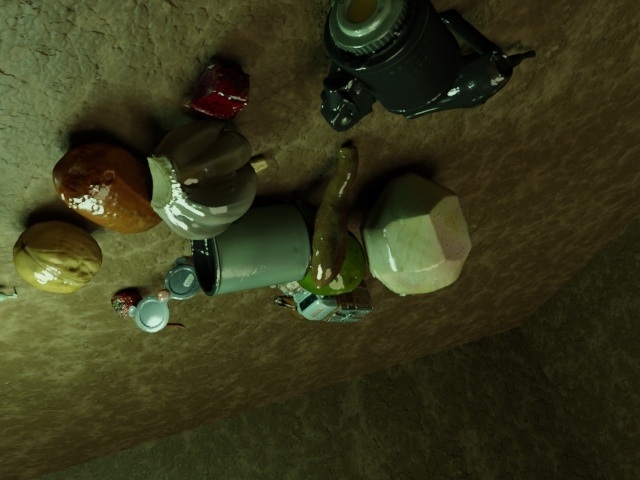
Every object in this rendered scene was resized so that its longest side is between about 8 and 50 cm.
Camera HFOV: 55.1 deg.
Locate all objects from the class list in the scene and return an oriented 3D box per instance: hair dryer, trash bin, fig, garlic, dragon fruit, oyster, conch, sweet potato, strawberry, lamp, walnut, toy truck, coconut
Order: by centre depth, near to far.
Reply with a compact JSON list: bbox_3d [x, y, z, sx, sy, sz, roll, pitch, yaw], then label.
[{"bbox_3d":[0.147,-0.386,1.177,0.374,0.205,0.272,-33,150,-2],"label":"lamp"},{"bbox_3d":[-0.192,-0.303,1.200,0.102,0.096,0.147,9,170,-31],"label":"dragon fruit"},{"bbox_3d":[-0.246,-0.130,1.311,0.210,0.237,0.292,-22,178,41],"label":"garlic"},{"bbox_3d":[-0.601,0.037,1.400,0.165,0.165,0.197,-33,151,17],"label":"walnut"},{"bbox_3d":[0.389,-0.389,1.465,0.360,0.120,0.304,-28,-176,-32],"label":"hair dryer"},{"bbox_3d":[0.035,-0.060,1.619,0.109,0.109,0.385,5,99,-43],"label":"sweet potato"},{"bbox_3d":[-0.187,0.022,1.627,0.263,0.217,0.277,-9,134,-27],"label":"trash bin"},{"bbox_3d":[0.011,0.003,1.786,0.233,0.233,0.313,-13,108,-20],"label":"fig"},{"bbox_3d":[-0.557,0.186,1.788,0.083,0.083,0.096,-37,159,24],"label":"strawberry"},{"bbox_3d":[0.271,-0.029,1.808,0.353,0.352,0.352,-18,152,-10],"label":"coconut"},{"bbox_3d":[-0.086,0.107,1.977,0.275,0.100,0.271,-9,146,-3],"label":"oyster"},{"bbox_3d":[0.047,0.213,2.212,0.305,0.162,0.136,8,139,-46],"label":"toy truck"},{"bbox_3d":[-0.074,0.253,2.282,0.086,0.080,0.233,-39,149,11],"label":"conch"}]

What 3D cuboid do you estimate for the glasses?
[{"bbox_3d":[-0.426,0.173,1.840,0.234,0.118,0.268,-48,172,-3],"label":"glasses"}]

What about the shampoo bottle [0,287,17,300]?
[{"bbox_3d":[-0.843,0.137,1.497,0.195,0.056,0.056,5,142,-42],"label":"shampoo bottle"}]

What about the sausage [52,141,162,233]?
[{"bbox_3d":[-0.429,-0.103,1.284,0.141,0.153,0.268,-20,154,16],"label":"sausage"}]

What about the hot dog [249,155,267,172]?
[{"bbox_3d":[-0.195,-0.167,1.490,0.137,0.028,0.044,-24,127,-5],"label":"hot dog"}]
